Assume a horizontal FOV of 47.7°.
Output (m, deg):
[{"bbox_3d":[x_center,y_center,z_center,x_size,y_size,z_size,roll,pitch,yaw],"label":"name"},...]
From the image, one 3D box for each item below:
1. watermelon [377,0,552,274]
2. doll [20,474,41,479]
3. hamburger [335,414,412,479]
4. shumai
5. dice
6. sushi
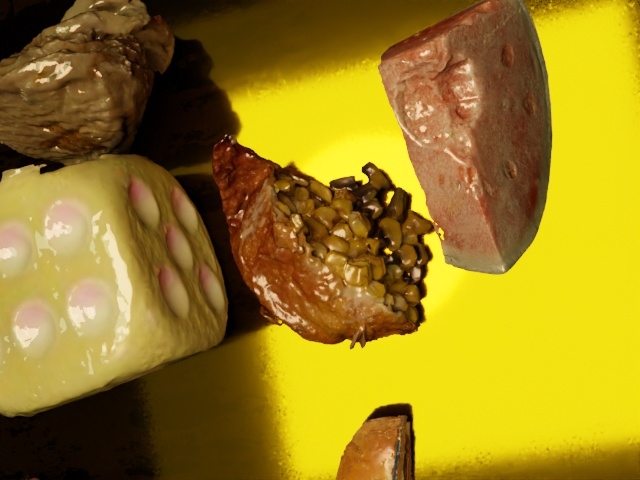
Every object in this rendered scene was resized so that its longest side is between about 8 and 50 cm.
[{"bbox_3d":[0.141,-0.121,0.793,0.148,0.226,0.319,-5,76,40],"label":"watermelon"},{"bbox_3d":[-0.381,0.408,0.959,0.257,0.117,0.182,8,92,14],"label":"doll"},{"bbox_3d":[0.056,0.299,0.869,0.102,0.087,0.176,0,92,12],"label":"hamburger"},{"bbox_3d":[-0.295,-0.212,0.896,0.189,0.256,0.218,25,66,-19],"label":"shumai"},{"bbox_3d":[-0.276,0.052,0.866,0.251,0.249,0.255,-22,84,12],"label":"dice"},{"bbox_3d":[0.003,0.002,0.854,0.296,0.166,0.179,48,123,16],"label":"sushi"}]
